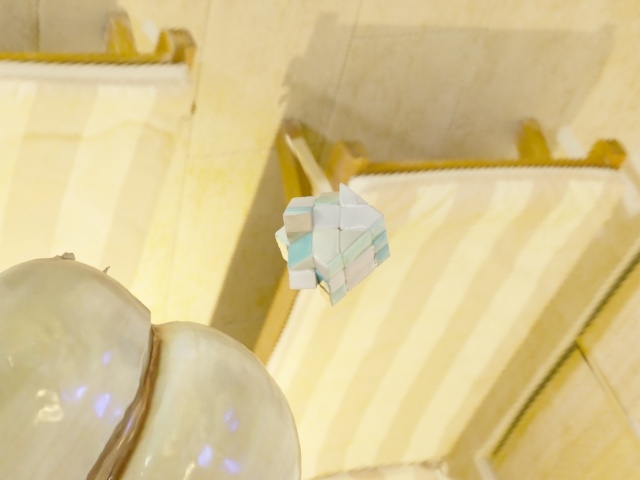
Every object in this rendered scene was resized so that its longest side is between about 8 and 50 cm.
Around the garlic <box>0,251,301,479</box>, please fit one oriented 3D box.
[{"bbox_3d":[-0.170,0.148,0.809,0.249,0.313,0.286,-29,106,20],"label":"garlic"}]

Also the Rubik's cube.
[{"bbox_3d":[0.002,-0.002,0.830,0.084,0.073,0.075,-31,150,-28],"label":"Rubik's cube"}]
